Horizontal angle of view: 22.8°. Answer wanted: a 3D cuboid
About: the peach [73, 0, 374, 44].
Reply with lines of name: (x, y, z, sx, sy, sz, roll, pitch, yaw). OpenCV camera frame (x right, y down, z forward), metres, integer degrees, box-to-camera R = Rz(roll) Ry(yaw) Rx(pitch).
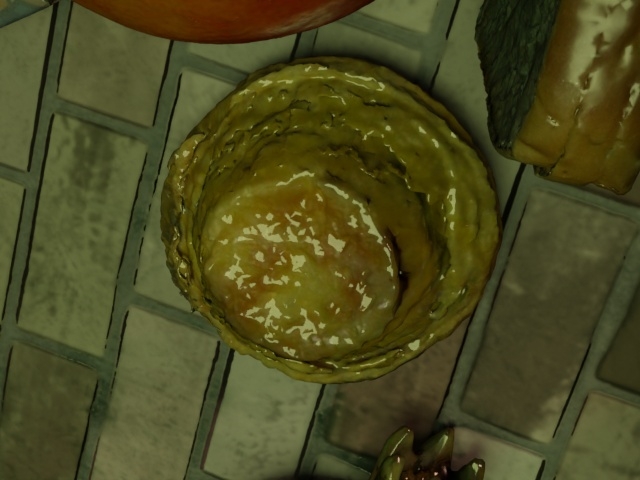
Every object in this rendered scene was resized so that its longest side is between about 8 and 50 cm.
peach: (-0.102, -0.282, 1.077, 0.380, 0.242, 0.306, 15, 114, 9)

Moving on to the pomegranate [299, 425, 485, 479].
pomegranate: (0.027, 0.333, 1.350, 0.309, 0.216, 0.359, 27, 119, 7)

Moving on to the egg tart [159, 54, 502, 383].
egg tart: (0.000, 0.000, 1.249, 0.294, 0.123, 0.294, 6, 116, 12)

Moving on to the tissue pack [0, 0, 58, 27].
tissue pack: (-0.289, -0.218, 1.263, 0.155, 0.065, 0.116, -18, 107, 25)

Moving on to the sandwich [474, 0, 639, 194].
sandwich: (0.181, -0.201, 1.011, 0.099, 0.271, 0.301, 14, 120, -3)
